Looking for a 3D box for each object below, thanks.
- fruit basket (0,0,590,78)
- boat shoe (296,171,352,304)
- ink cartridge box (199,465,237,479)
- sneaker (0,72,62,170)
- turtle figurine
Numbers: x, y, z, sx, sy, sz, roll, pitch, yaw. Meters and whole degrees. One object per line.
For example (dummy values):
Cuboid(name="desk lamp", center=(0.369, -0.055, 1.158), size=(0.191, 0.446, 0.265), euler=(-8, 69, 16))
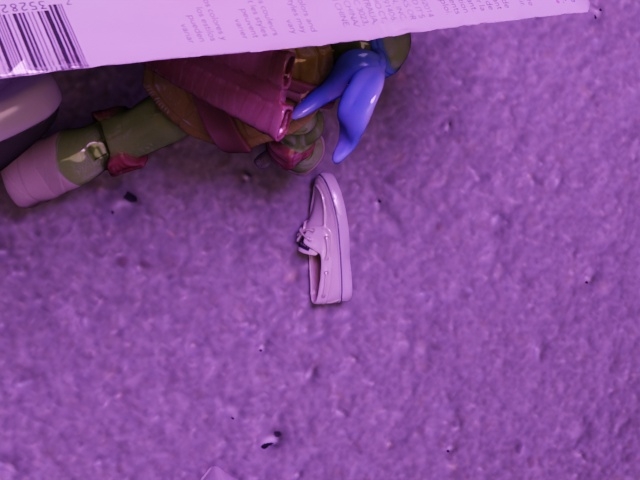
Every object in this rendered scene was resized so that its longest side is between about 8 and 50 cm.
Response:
Cuboid(name="fruit basket", center=(-0.070, -0.221, 0.485), size=(0.353, 0.165, 0.327), euler=(-12, 69, -34))
Cuboid(name="boat shoe", center=(0.000, 0.000, 0.717), size=(0.035, 0.035, 0.100), euler=(-10, 108, -17))
Cuboid(name="ink cartridge box", center=(-0.008, 0.279, 0.689), size=(0.219, 0.160, 0.093), euler=(40, 87, -17))
Cuboid(name="sneaker", center=(-0.241, 0.010, 0.578), size=(0.295, 0.105, 0.147), euler=(-24, 114, 20))
Cuboid(name="turtle figurine", center=(-0.076, -0.128, 0.630), size=(0.266, 0.198, 0.275), euler=(-11, 57, 8))
